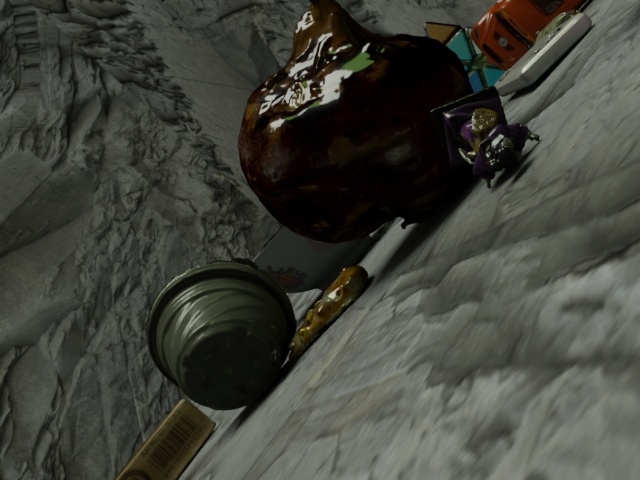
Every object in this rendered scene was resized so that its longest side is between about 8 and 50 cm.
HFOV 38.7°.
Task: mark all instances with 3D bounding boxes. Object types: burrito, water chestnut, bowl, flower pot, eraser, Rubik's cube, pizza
[{"bbox_3d":[0.429,-0.380,1.660,0.185,0.045,0.041,120,148,-88],"label":"burrito"},{"bbox_3d":[0.041,-0.176,1.225,0.336,0.346,0.335,-15,25,7],"label":"water chestnut"},{"bbox_3d":[0.000,0.000,1.824,0.345,0.157,0.345,-48,2,2],"label":"bowl"},{"bbox_3d":[-0.139,0.157,1.339,0.235,0.235,0.140,-48,25,10],"label":"flower pot"},{"bbox_3d":[-0.304,0.409,1.483,0.144,0.078,0.343,-48,1,34],"label":"eraser"},{"bbox_3d":[0.316,-0.351,2.039,0.284,0.250,0.234,-35,31,62],"label":"Rubik's cube"},{"bbox_3d":[0.004,0.104,1.350,0.176,0.036,0.184,-48,1,1],"label":"pizza"}]

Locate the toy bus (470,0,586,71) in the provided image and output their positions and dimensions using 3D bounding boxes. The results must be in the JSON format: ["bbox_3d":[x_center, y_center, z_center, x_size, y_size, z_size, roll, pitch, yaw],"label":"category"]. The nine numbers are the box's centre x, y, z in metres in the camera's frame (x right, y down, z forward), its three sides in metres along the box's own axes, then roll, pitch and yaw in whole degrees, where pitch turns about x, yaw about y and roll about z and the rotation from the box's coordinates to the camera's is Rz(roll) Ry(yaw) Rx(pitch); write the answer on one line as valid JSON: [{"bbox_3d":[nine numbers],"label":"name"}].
[{"bbox_3d":[0.454,-0.490,1.831,0.329,0.143,0.153,-46,2,14],"label":"toy bus"}]

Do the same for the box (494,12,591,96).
[{"bbox_3d":[0.362,-0.303,1.518,0.142,0.044,0.285,-46,1,6],"label":"box"}]

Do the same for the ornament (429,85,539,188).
[{"bbox_3d":[0.189,-0.105,0.976,0.081,0.088,0.203,-24,15,0],"label":"ornament"}]
